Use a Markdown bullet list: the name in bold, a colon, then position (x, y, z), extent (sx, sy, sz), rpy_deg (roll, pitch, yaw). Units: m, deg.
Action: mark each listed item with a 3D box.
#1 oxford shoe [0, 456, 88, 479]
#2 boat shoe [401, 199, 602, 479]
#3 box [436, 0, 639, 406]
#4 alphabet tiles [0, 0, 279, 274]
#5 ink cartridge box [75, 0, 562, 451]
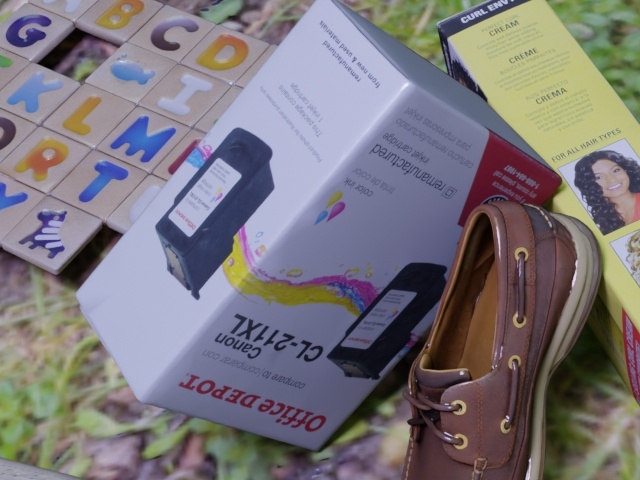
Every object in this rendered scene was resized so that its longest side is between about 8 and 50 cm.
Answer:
- **oxford shoe**: position (-0.092, 0.150, 0.577), extent (0.397, 0.146, 0.140), rpy_deg (16, 60, 26)
- **boat shoe**: position (0.061, 0.067, 0.622), extent (0.064, 0.060, 0.178), rpy_deg (16, 87, 52)
- **box**: position (0.131, -0.017, 0.697), extent (0.058, 0.087, 0.232), rpy_deg (-25, 51, -3)
- **alphabet tiles**: position (-0.115, -0.062, 0.826), extent (0.237, 0.009, 0.198), rpy_deg (23, 55, 25)
- **ink cartridge box**: position (0.000, 0.000, 0.646), extent (0.175, 0.127, 0.072), rpy_deg (-50, 51, 14)
